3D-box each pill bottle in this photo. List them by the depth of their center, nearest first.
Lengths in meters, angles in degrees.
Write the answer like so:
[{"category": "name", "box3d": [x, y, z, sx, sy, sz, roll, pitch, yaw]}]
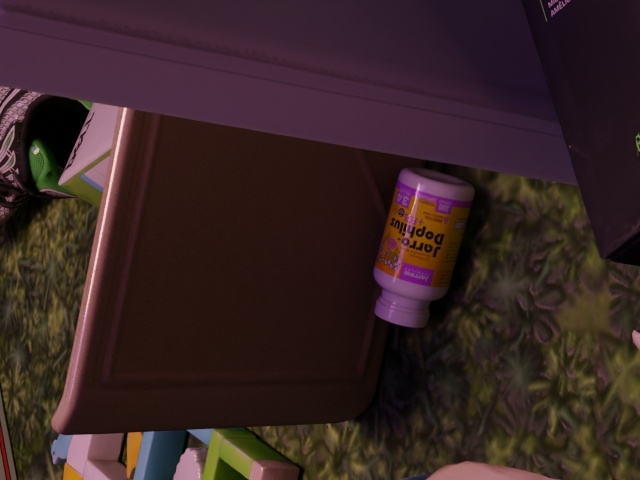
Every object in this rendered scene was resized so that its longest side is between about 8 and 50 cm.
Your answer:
[{"category": "pill bottle", "box3d": [0.055, 0.004, 0.904, 0.043, 0.043, 0.083, 31, 110, 54]}]

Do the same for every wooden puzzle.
[{"category": "wooden puzzle", "box3d": [-0.033, -0.010, 0.878, 0.044, 0.221, 0.238, 26, 106, 43]}]

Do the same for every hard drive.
[{"category": "hard drive", "box3d": [-0.023, -0.124, 0.762, 0.047, 0.353, 0.233, -61, 40, 28]}]

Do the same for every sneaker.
[{"category": "sneaker", "box3d": [-0.238, -0.081, 1.274, 0.343, 0.134, 0.146, -42, 55, 46]}]

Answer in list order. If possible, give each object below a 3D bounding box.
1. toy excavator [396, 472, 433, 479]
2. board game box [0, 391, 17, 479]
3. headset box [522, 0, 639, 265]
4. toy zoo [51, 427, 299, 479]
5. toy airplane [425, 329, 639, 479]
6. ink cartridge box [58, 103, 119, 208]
[{"category": "toy excavator", "box3d": [0.142, 0.272, 0.609, 0.445, 0.222, 0.432, -31, 61, 40]}, {"category": "board game box", "box3d": [-0.365, 0.156, 1.350, 0.046, 0.214, 0.317, -49, 47, 40]}, {"category": "headset box", "box3d": [0.196, -0.164, 0.643, 0.246, 0.131, 0.283, -40, 52, 45]}, {"category": "toy zoo", "box3d": [-0.118, 0.195, 1.140, 0.293, 0.030, 0.192, 24, 104, 55]}, {"category": "toy airplane", "box3d": [0.204, 0.127, 0.412, 0.384, 0.272, 0.386, -41, 43, 24]}, {"category": "ink cartridge box", "box3d": [-0.098, -0.085, 1.042, 0.255, 0.097, 0.188, -27, 38, 52]}]
